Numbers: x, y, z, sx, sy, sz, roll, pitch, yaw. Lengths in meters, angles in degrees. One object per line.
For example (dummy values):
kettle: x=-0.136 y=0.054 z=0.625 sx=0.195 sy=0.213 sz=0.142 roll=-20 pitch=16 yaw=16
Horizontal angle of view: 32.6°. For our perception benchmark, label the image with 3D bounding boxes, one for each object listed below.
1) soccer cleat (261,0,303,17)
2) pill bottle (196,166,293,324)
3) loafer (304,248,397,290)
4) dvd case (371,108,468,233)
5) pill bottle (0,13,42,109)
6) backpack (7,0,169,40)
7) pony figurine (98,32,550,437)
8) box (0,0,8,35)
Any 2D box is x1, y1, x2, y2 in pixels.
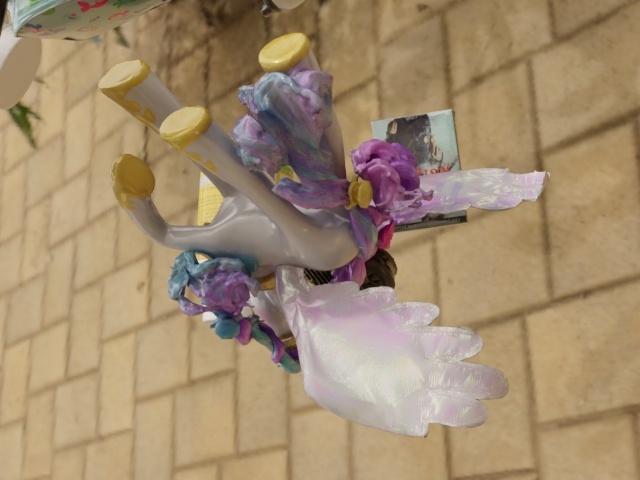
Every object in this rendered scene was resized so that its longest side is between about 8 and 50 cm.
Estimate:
soccer cleat: x=-0.040 y=-0.418 z=1.636 sx=0.143 sy=0.116 sz=0.331 roll=-31 pitch=22 yaw=9
pill bottle: x=-0.112 y=0.000 z=1.582 sx=0.136 sy=0.136 sz=0.245 roll=-10 pitch=73 yaw=49
loafer: x=0.000 y=0.000 z=1.145 sx=0.220 sy=0.080 sz=0.078 roll=18 pitch=58 yaw=42
dvd case: x=0.102 y=-0.070 z=1.124 sx=0.087 sy=0.013 sz=0.119 roll=-7 pitch=84 yaw=10
pill bottle: x=-0.650 y=-0.352 z=1.838 sx=0.187 sy=0.334 sz=0.188 roll=-63 pitch=-5 yaw=-10
backpack: x=-0.318 y=-0.351 z=1.335 sx=0.225 sy=0.254 sz=0.191 roll=-17 pitch=82 yaw=30
pony figurine: x=-0.003 y=-0.008 z=0.990 sx=0.351 sy=0.363 sz=0.302 roll=-3 pitch=46 yaw=34
box: x=-0.420 y=-0.207 z=0.900 sx=0.296 sy=0.183 sz=0.294 roll=39 pitch=124 yaw=25
